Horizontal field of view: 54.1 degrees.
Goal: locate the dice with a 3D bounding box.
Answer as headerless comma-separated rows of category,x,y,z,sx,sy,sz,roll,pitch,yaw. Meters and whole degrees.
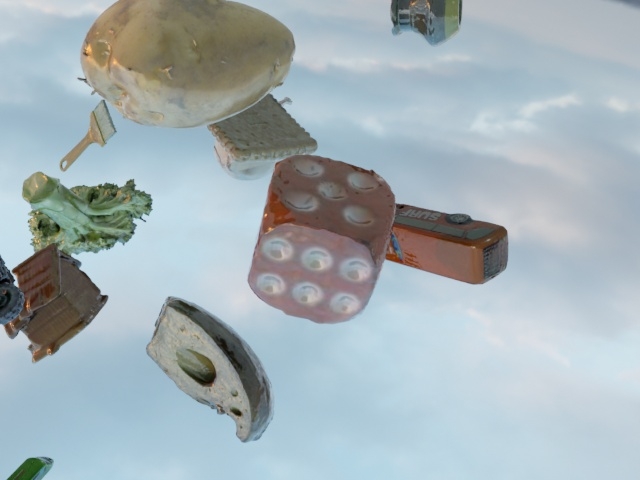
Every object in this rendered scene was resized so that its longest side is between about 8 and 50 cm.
dice,0.000,0.000,0.867,0.175,0.174,0.179,14,-139,-5

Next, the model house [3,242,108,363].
model house,-0.690,0.148,1.586,0.199,0.229,0.219,-32,-166,0

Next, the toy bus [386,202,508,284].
toy bus,0.132,-0.016,1.121,0.409,0.093,0.092,15,-144,39

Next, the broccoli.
broccoli,-0.754,-0.072,1.849,0.275,0.353,0.397,43,-157,16

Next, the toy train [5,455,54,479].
toy train,-0.596,0.482,1.228,0.044,0.042,0.209,19,-156,6

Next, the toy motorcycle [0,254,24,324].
toy motorcycle,-0.527,0.059,0.947,0.122,0.082,0.213,-26,-126,-18

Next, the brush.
brush,-0.498,-0.205,1.322,0.011,0.205,0.083,-4,-115,-54

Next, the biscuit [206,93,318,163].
biscuit,-0.170,-0.275,1.359,0.217,0.044,0.325,-16,-129,-35

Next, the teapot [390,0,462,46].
teapot,0.188,-0.420,1.098,0.119,0.130,0.165,5,-122,16

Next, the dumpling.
dumpling,-0.169,-0.284,1.686,0.181,0.260,0.341,39,-171,20

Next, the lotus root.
lotus root,-0.198,0.229,1.224,0.314,0.142,0.210,38,-168,0

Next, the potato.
potato,-0.146,-0.203,0.712,0.235,0.161,0.128,10,-177,-19
